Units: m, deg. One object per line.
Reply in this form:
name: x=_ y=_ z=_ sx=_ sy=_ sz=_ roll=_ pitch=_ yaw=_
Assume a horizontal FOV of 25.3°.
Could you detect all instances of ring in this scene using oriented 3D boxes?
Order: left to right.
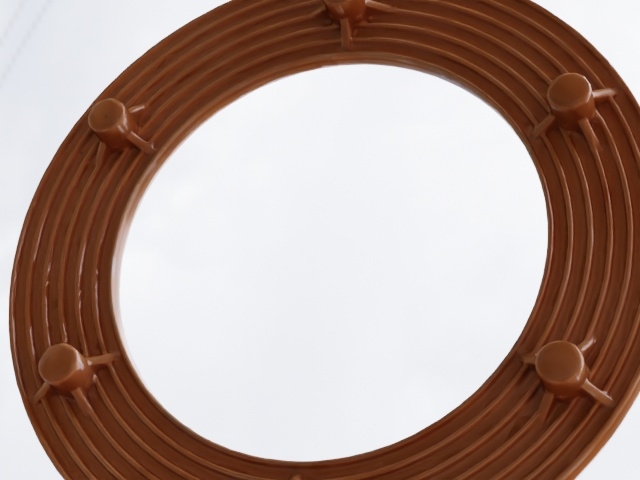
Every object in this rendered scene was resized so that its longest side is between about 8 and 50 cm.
ring: x=0.000 y=0.000 z=0.691 sx=0.336 sy=0.032 sz=0.337 roll=-8 pitch=-119 yaw=14
